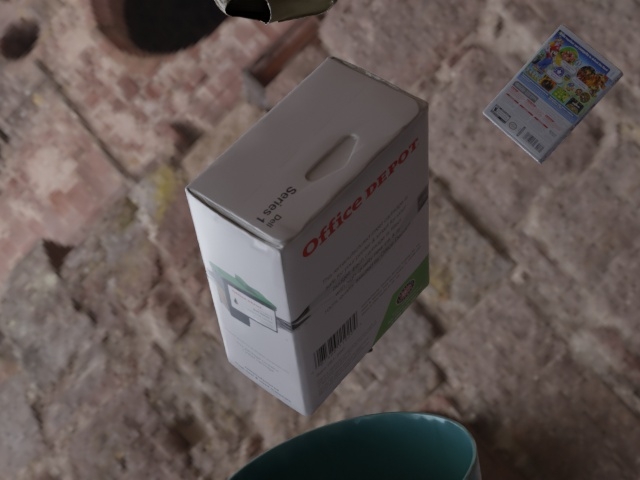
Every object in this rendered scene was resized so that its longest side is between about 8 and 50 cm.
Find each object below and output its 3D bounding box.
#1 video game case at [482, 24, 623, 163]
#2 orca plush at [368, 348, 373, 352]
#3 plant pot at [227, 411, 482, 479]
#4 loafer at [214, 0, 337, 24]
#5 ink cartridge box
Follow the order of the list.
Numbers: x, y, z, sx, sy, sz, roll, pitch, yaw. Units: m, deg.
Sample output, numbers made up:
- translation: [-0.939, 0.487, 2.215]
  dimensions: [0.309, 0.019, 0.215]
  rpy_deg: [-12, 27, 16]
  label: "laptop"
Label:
- translation: [0.237, -0.150, 1.238]
  dimensions: [0.087, 0.122, 0.011]
  rpy_deg: [47, -170, 29]
  label: "video game case"
- translation: [0.043, 0.045, 1.573]
  dimensions: [0.151, 0.102, 0.287]
  rpy_deg: [57, -176, 37]
  label: "orca plush"
- translation: [0.051, 0.354, 1.276]
  dimensions: [0.293, 0.293, 0.235]
  rpy_deg: [-111, 4, -75]
  label: "plant pot"
- translation: [-0.051, -0.276, 1.405]
  dimensions: [0.056, 0.148, 0.050]
  rpy_deg: [88, 178, -47]
  label: "loafer"
- translation: [0.000, 0.000, 0.883]
  dimensions: [0.092, 0.160, 0.219]
  rpy_deg: [31, 151, 26]
  label: "ink cartridge box"
